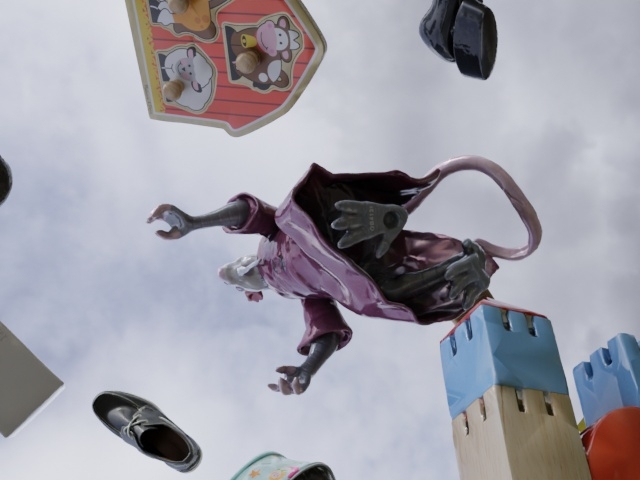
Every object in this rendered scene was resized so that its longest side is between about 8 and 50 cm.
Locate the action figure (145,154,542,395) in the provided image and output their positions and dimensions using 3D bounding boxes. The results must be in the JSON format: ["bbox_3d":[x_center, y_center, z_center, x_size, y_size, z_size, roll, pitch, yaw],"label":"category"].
[{"bbox_3d":[0.000,0.000,0.906,0.276,0.370,0.248,-36,-80,-27],"label":"action figure"}]

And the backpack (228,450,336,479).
[{"bbox_3d":[-0.065,0.428,1.162,0.225,0.191,0.253,-35,-55,-45],"label":"backpack"}]

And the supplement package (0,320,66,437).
[{"bbox_3d":[-0.462,0.180,1.170,0.179,0.105,0.105,46,-110,-2],"label":"supplement package"}]

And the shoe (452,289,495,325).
[{"bbox_3d":[0.239,0.124,1.211,0.076,0.219,0.058,-41,-13,-17],"label":"shoe"}]

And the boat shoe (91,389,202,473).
[{"bbox_3d":[-0.320,0.340,1.507,0.084,0.233,0.079,-58,-14,-10],"label":"boat shoe"}]

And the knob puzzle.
[{"bbox_3d":[-0.090,-0.179,0.757,0.213,0.213,0.030,67,-150,-25],"label":"knob puzzle"}]

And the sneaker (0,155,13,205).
[{"bbox_3d":[-0.374,-0.080,0.752,0.281,0.163,0.106,31,-101,-51],"label":"sneaker"}]

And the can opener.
[{"bbox_3d":[0.113,-0.220,0.657,0.059,0.073,0.186,-43,-41,-35],"label":"can opener"}]

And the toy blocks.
[{"bbox_3d":[0.206,0.175,0.464,0.381,0.190,0.261,12,-130,-19],"label":"toy blocks"}]
